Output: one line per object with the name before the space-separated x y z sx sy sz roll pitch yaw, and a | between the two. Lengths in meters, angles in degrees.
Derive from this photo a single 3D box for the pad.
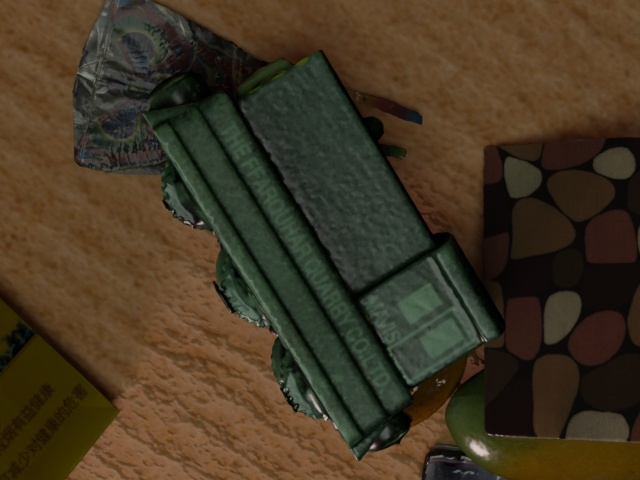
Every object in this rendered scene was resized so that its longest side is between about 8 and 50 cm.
pad | 0.198 0.038 1.108 0.158 0.003 0.235 -2 85 31

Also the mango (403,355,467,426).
mango | 0.074 0.111 1.193 0.114 0.057 0.079 -44 97 6

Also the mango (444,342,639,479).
mango | 0.230 0.132 1.161 0.251 0.114 0.156 -23 119 9

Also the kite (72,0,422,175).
kite | -0.058 -0.095 1.151 0.285 0.015 0.152 17 111 -1

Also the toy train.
toy train | 0.000 0.000 1.094 0.178 0.138 0.330 -31 95 -3

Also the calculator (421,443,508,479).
calculator | 0.154 0.311 1.271 0.161 0.021 0.261 8 108 -1

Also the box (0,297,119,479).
box | -0.309 0.103 1.158 0.279 0.153 0.041 46 147 -12
